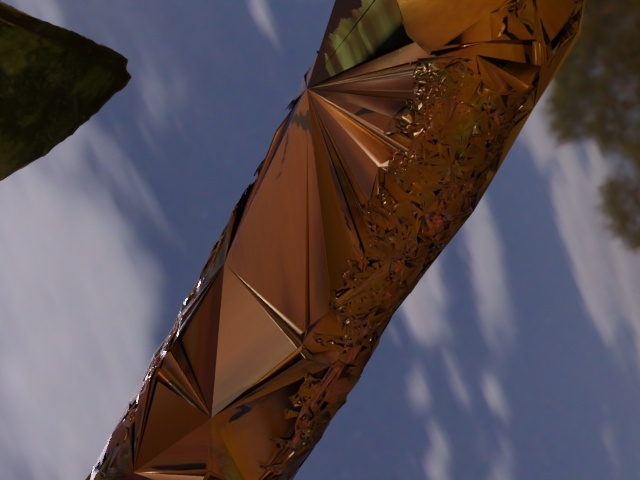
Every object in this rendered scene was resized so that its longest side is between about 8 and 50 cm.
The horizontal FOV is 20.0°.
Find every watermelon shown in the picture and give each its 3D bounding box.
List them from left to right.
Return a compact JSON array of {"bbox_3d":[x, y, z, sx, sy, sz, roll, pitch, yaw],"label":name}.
[{"bbox_3d":[-0.194,-0.111,0.851,0.202,0.207,0.136,-97,6,-46],"label":"watermelon"}]

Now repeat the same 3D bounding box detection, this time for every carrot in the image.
[{"bbox_3d":[0.001,0.000,0.534,0.069,0.229,0.069,27,-162,-10],"label":"carrot"}]
